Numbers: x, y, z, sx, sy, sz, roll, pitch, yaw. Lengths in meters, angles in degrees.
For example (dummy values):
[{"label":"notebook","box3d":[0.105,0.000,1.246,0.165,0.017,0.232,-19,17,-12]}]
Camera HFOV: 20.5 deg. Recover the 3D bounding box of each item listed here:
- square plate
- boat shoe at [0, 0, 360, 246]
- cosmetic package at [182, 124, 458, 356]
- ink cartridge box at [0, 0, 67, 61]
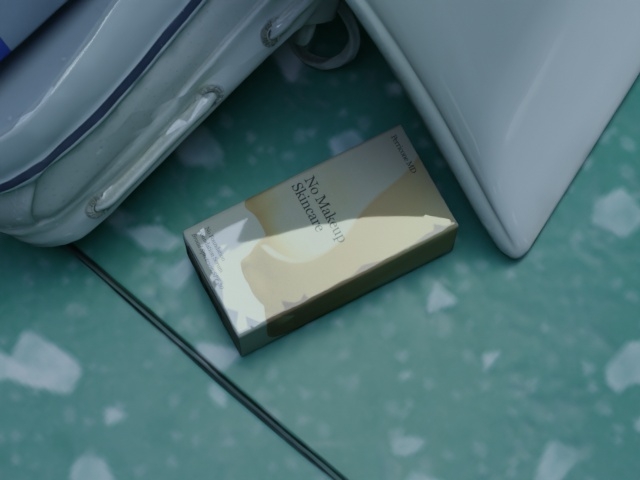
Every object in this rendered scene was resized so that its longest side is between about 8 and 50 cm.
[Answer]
[{"label":"square plate","box3d":[0.099,-0.216,0.756,0.049,0.347,0.344,21,72,36]},{"label":"boat shoe","box3d":[-0.029,-0.139,0.809,0.136,0.156,0.367,32,77,32]},{"label":"cosmetic package","box3d":[0.000,0.000,0.819,0.115,0.041,0.060,-28,76,-9]},{"label":"ink cartridge box","box3d":[-0.142,-0.178,0.743,0.311,0.065,0.186,-46,54,-7]}]
